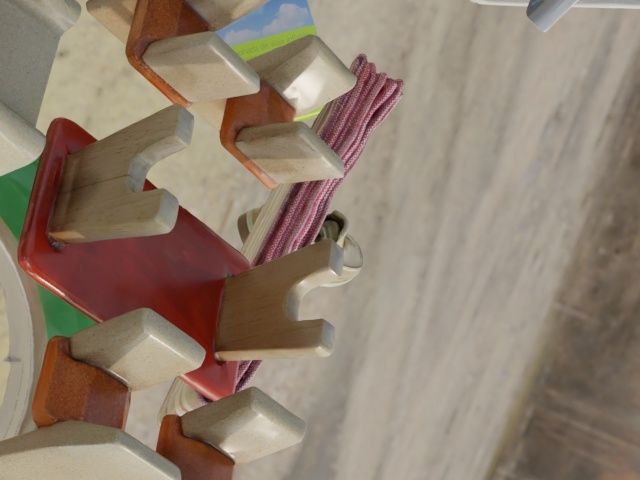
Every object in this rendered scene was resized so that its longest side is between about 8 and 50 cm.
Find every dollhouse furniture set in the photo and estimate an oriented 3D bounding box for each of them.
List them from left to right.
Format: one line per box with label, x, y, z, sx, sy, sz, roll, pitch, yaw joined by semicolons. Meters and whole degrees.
dollhouse furniture set;-0.112;-0.014;0.697;0.259;0.135;0.262;42;45;-42

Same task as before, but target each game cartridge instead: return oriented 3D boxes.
game cartridge;0.154;-0.161;0.976;0.056;0.017;0.083;-48;-173;28

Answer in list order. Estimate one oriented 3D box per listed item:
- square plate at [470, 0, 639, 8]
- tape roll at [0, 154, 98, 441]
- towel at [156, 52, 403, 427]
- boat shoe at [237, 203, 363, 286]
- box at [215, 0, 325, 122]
square plate;0.235;-0.299;0.935;0.049;0.347;0.344;-55;143;-47
tape roll;-0.268;0.059;0.813;0.321;0.321;0.077;-66;-162;-9
towel;-0.039;0.022;1.073;0.237;0.037;0.329;-63;-176;-14
boat shoe;0.000;0.000;1.521;0.072;0.068;0.190;-29;159;24
box;-0.058;-0.198;1.510;0.042;0.109;0.178;159;-86;-74
